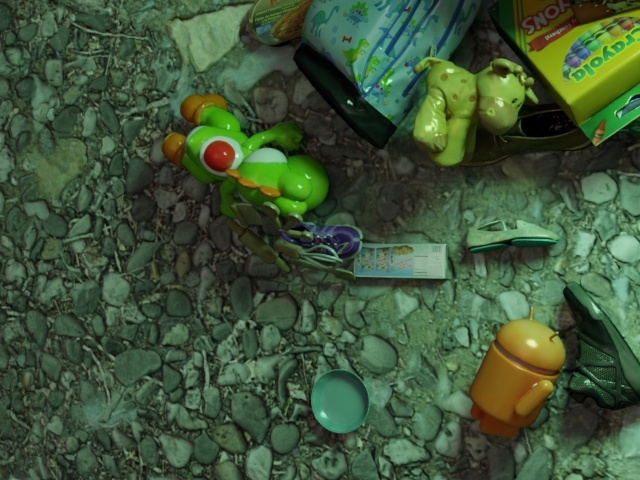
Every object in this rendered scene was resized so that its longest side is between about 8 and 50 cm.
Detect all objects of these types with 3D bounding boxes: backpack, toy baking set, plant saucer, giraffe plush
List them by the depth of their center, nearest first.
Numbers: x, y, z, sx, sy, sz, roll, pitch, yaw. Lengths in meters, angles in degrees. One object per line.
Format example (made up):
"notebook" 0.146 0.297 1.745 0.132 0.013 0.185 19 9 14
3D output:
"giraffe plush" 0.263 -0.228 1.761 0.170 0.181 0.210 -1 97 32
"backpack" 0.124 -0.392 1.897 0.355 0.273 0.290 -40 43 3
"toy baking set" -0.061 0.012 1.984 0.196 0.256 0.030 -9 45 52
"plant saucer" 0.040 0.301 2.008 0.119 0.021 0.119 -2 86 24

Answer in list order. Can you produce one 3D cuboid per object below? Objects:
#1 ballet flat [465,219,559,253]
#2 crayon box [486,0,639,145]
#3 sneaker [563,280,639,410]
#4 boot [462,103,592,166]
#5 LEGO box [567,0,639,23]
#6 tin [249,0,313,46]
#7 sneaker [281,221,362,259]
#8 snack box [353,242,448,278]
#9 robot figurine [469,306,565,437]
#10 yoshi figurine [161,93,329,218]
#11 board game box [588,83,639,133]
"ballet flat" 0.334 -0.013 1.880 0.168 0.057 0.052 -6 75 23
"crayon box" 0.442 -0.329 1.759 0.202 0.081 0.318 -36 53 7
"sneaker" 0.448 0.186 1.799 0.130 0.087 0.228 -32 80 12
"boot" 0.321 -0.195 1.863 0.305 0.115 0.112 -5 87 25
"LEGO box" 0.406 -0.652 1.640 0.193 0.372 0.500 -14 65 22
"tin" -0.048 -0.442 2.081 0.189 0.040 0.106 -12 86 23
"sneaker" 0.000 0.000 2.008 0.169 0.071 0.068 5 91 31
"snack box" 0.147 0.038 1.975 0.178 0.022 0.064 0 86 24
"robot figurine" 0.335 0.228 1.814 0.128 0.158 0.219 27 109 15
"yoshi figurine" -0.123 -0.142 2.053 0.203 0.204 0.362 -37 51 -24
"board game box" 0.605 -0.272 1.722 0.317 0.046 0.214 6 67 30
